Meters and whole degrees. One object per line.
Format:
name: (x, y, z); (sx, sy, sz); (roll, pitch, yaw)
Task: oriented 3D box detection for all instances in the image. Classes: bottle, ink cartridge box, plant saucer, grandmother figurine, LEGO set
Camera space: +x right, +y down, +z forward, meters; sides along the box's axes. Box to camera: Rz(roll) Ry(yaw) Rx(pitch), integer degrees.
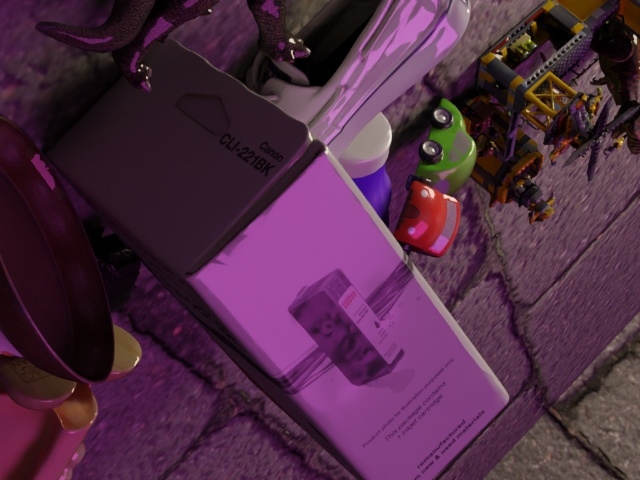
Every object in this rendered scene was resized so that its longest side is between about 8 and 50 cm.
bottle: (0.000, 0.000, 1.332); (0.118, 0.092, 0.283); (-42, 160, -35)
ink cartridge box: (-0.025, 0.023, 1.032); (0.114, 0.197, 0.273); (-44, 131, -8)
plant saucer: (-0.169, 0.009, 0.935); (0.029, 0.168, 0.168); (-22, 162, 8)
grandmother figurine: (-0.253, 0.212, 1.207); (0.208, 0.104, 0.342); (-12, 138, -45)
LEGO set: (0.295, -0.138, 1.535); (0.331, 0.192, 0.255); (-38, 158, -25)

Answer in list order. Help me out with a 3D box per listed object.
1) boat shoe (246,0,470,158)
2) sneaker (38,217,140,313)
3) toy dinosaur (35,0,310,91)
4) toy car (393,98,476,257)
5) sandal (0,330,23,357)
boat shoe: (-0.012, -0.109, 1.141); (0.258, 0.095, 0.084); (-47, 131, 11)
sneaker: (-0.161, 0.015, 1.100); (0.089, 0.051, 0.170); (-37, 162, -27)
toy dinosaur: (-0.060, -0.178, 0.898); (0.313, 0.121, 0.160); (-17, 133, -47)
toy car: (0.096, -0.029, 1.399); (0.239, 0.053, 0.225); (105, 5, -55)
sandal: (-0.257, 0.028, 0.867); (0.076, 0.102, 0.265); (-47, 154, 6)
